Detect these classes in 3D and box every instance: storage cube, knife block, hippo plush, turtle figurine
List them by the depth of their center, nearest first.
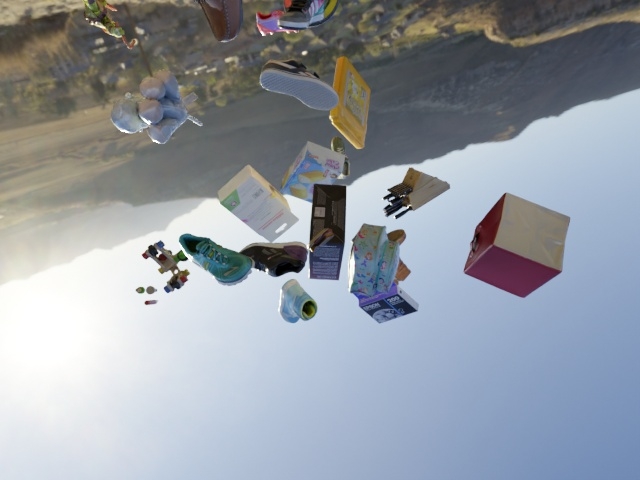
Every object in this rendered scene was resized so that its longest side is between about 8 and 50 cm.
[{"bbox_3d":[0.540,0.016,1.250,0.193,0.215,0.183,102,12,-62],"label":"storage cube"},{"bbox_3d":[-0.670,-0.693,1.342,0.087,0.269,0.217,-32,154,-1],"label":"turtle figurine"},{"bbox_3d":[-0.619,-0.492,1.628,0.237,0.234,0.294,7,-148,17],"label":"hippo plush"},{"bbox_3d":[0.409,-0.186,1.990,0.276,0.241,0.088,12,-161,-35],"label":"knife block"}]

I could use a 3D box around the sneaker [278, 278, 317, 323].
[{"bbox_3d":[-0.107,0.362,2.285,0.127,0.318,0.208,-31,-126,-26],"label":"sneaker"}]

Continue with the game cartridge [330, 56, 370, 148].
[{"bbox_3d":[0.145,-0.634,2.108,0.053,0.323,0.285,-4,162,31],"label":"game cartridge"}]

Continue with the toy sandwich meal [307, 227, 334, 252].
[{"bbox_3d":[0.000,0.000,1.196,0.085,0.029,0.085,-43,176,-3],"label":"toy sandwich meal"}]

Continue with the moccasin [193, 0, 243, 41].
[{"bbox_3d":[-0.289,-0.638,1.012,0.139,0.379,0.147,22,-129,41],"label":"moccasin"}]

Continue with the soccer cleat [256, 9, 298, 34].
[{"bbox_3d":[-0.155,-0.950,1.948,0.248,0.095,0.083,-2,-131,14],"label":"soccer cleat"}]

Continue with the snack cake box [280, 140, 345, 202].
[{"bbox_3d":[-0.035,-0.250,1.715,0.152,0.089,0.264,19,153,-17],"label":"snack cake box"}]

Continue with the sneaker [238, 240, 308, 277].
[{"bbox_3d":[-0.190,0.078,1.677,0.284,0.107,0.124,-8,-141,15],"label":"sneaker"}]

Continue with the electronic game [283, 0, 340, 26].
[{"bbox_3d":[-0.034,-0.942,1.756,0.230,0.229,0.048,-17,175,13],"label":"electronic game"}]

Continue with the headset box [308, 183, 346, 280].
[{"bbox_3d":[0.021,-0.014,1.494,0.110,0.217,0.293,4,150,0],"label":"headset box"}]

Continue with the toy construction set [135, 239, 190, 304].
[{"bbox_3d":[-0.734,0.165,2.177,0.308,0.258,0.237,-60,177,-7],"label":"toy construction set"}]

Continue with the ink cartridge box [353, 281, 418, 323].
[{"bbox_3d":[0.272,0.261,1.914,0.206,0.208,0.045,-26,-145,35],"label":"ink cartridge box"}]

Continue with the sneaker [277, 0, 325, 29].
[{"bbox_3d":[-0.058,-0.846,1.573,0.124,0.178,0.295,16,-140,15],"label":"sneaker"}]

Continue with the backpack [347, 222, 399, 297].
[{"bbox_3d":[0.198,0.068,1.708,0.191,0.253,0.225,6,-145,18],"label":"backpack"}]

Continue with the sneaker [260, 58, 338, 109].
[{"bbox_3d":[-0.075,-0.629,1.790,0.322,0.127,0.126,17,142,-18],"label":"sneaker"}]

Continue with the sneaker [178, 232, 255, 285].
[{"bbox_3d":[-0.308,0.049,1.300,0.276,0.110,0.107,17,-115,33],"label":"sneaker"}]

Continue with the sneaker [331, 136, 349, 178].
[{"bbox_3d":[0.100,-0.372,2.047,0.064,0.191,0.086,-13,-164,-21],"label":"sneaker"}]

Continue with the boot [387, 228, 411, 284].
[{"bbox_3d":[0.348,0.093,2.108,0.283,0.220,0.109,-46,-161,22],"label":"boot"}]

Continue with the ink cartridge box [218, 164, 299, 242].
[{"bbox_3d":[-0.290,-0.167,2.169,0.207,0.353,0.119,-39,-142,11],"label":"ink cartridge box"}]
